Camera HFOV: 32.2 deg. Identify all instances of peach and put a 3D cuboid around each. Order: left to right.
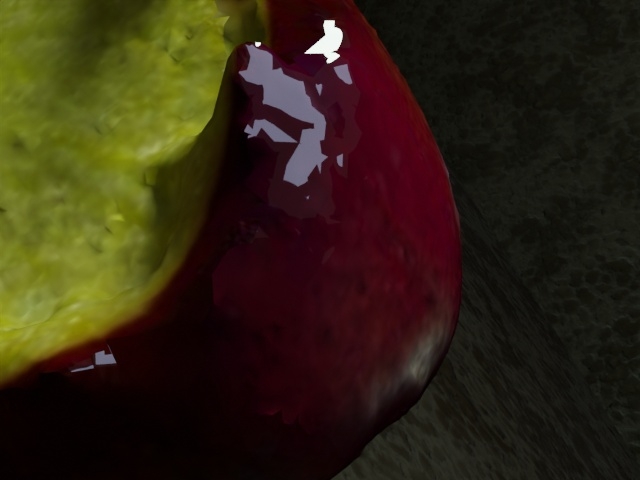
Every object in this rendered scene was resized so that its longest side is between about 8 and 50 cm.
[{"bbox_3d":[-0.145,-0.033,0.559,0.416,0.339,0.353,50,-16,1],"label":"peach"}]
